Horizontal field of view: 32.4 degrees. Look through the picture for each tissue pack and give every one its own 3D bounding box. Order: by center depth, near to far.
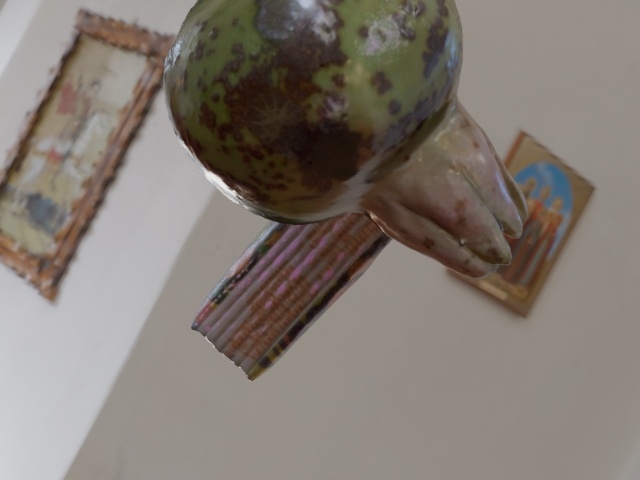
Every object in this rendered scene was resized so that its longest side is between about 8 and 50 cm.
[{"bbox_3d":[0.000,0.000,0.631,0.060,0.148,0.108,43,16,1],"label":"tissue pack"}]

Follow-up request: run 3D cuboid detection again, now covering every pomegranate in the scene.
[{"bbox_3d":[0.018,-0.061,0.459,0.163,0.126,0.138,18,-16,-6],"label":"pomegranate"}]
